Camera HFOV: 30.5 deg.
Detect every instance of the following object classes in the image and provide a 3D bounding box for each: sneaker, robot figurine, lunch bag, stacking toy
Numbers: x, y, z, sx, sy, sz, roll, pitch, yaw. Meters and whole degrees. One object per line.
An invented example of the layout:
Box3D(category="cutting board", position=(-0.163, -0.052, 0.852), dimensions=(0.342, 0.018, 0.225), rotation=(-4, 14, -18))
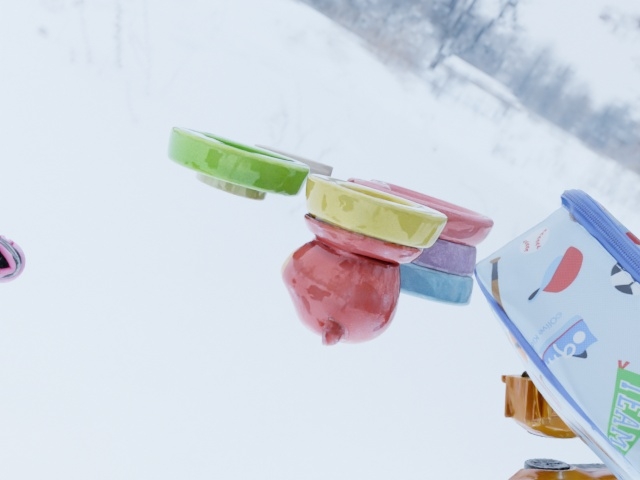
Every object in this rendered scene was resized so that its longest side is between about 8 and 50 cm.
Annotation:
Box3D(category="sneaker", position=(-0.295, 0.000, 0.950), dimensions=(0.119, 0.047, 0.057), rotation=(24, 0, -16))
Box3D(category="robot figurine", position=(0.294, 0.200, 1.106), dimensions=(0.291, 0.211, 0.085), rotation=(3, 1, -30))
Box3D(category="lunch bag", position=(0.235, 0.122, 0.756), dimensions=(0.303, 0.115, 0.243), rotation=(46, 5, -37))
Box3D(category="stacking toy", position=(0.000, 0.000, 1.089), dimensions=(0.280, 0.130, 0.309), rotation=(20, 7, 24))
